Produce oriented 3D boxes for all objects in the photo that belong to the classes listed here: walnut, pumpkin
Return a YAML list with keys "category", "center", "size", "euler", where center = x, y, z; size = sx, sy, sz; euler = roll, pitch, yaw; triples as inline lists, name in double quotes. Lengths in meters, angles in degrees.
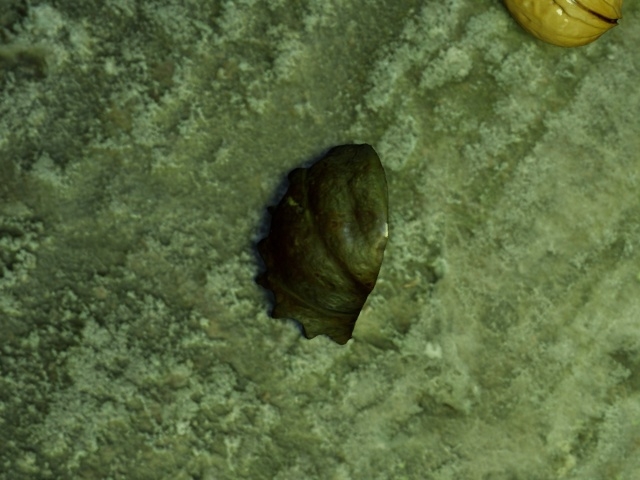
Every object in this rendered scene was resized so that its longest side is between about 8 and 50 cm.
- category: "walnut"
  center: [0.297, -0.320, 1.511]
  size: [0.180, 0.144, 0.144]
  euler: [37, 85, -7]
- category: "pumpkin"
  center: [0.000, 0.000, 1.462]
  size: [0.131, 0.149, 0.253]
  euler: [5, 88, -14]
